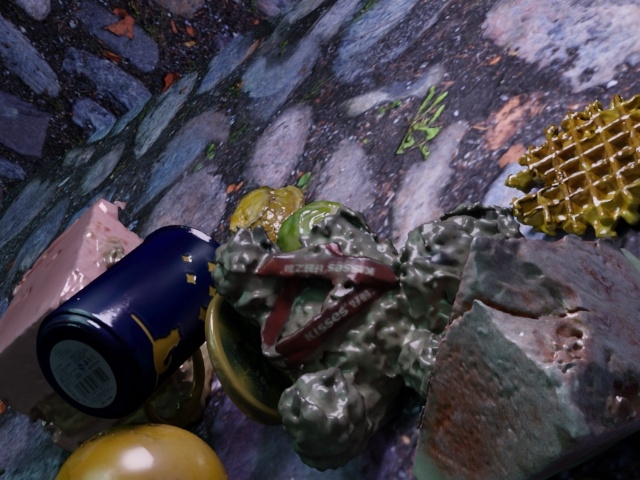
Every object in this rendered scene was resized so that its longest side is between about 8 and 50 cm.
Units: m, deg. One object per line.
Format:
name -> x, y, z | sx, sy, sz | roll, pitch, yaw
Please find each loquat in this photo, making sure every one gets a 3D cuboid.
loquat -> -0.222, 0.340, 1.005 | 0.235, 0.235, 0.235 | -33, 30, 22

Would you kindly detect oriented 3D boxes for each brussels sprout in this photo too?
brussels sprout -> -0.003, -0.001, 1.300 | 0.155, 0.117, 0.155 | -42, 20, 19

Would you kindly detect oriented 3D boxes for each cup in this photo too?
cup -> -0.220, 0.142, 1.105 | 0.178, 0.255, 0.256 | -31, 10, 34

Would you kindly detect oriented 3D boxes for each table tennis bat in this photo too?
table tennis bat -> -0.073, 0.136, 1.155 | 0.050, 0.198, 0.321 | -29, 9, 24

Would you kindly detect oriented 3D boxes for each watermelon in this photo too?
watermelon -> 0.206, 0.115, 0.769 | 0.310, 0.231, 0.193 | -28, 63, -2

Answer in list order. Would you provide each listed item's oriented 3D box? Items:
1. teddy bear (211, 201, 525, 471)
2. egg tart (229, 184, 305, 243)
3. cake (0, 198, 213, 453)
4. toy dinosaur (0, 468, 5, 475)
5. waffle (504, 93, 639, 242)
teddy bear -> 0.085, 0.064, 1.001 | 0.368, 0.224, 0.357 | -38, 47, 9
egg tart -> -0.114, -0.040, 1.553 | 0.191, 0.074, 0.191 | -32, 33, 23
cake -> -0.361, 0.165, 1.353 | 0.293, 0.307, 0.314 | -37, 28, 18
toy dinosaur -> -0.509, 0.488, 1.260 | 0.206, 0.092, 0.392 | -10, 42, -10
waffle -> 0.348, -0.097, 1.027 | 0.231, 0.051, 0.229 | -49, 27, -11
